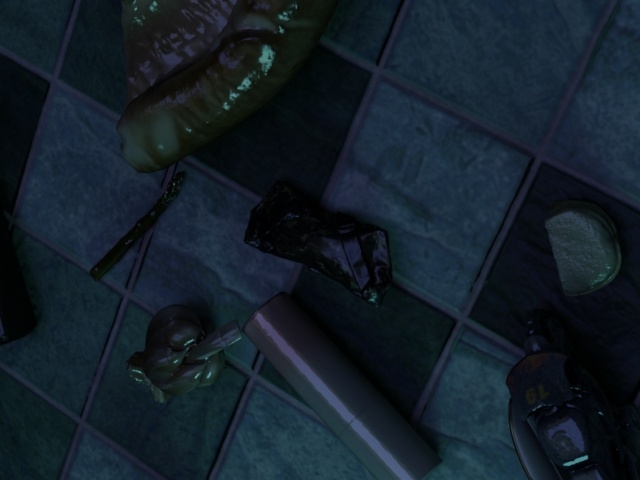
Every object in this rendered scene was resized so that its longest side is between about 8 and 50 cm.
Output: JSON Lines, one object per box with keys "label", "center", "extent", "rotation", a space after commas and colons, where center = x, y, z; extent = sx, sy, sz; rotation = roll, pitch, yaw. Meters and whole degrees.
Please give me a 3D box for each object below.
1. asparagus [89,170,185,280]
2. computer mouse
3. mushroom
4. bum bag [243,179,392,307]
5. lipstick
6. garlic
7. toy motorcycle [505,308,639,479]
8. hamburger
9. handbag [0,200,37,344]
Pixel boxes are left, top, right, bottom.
{"label": "asparagus", "center": [-0.280, -0.019, 1.808], "extent": [0.248, 0.025, 0.024], "rotation": [-45, 36, 27]}
{"label": "computer mouse", "center": [0.289, 0.294, 1.528], "extent": [0.045, 0.102, 0.199], "rotation": [-29, 87, 13]}
{"label": "mushroom", "center": [-0.129, -0.269, 1.598], "extent": [0.313, 0.224, 0.397], "rotation": [15, 114, 10]}
{"label": "bum bag", "center": [0.001, -0.001, 1.638], "extent": [0.248, 0.069, 0.102], "rotation": [26, 87, 24]}
{"label": "lipstick", "center": [0.028, 0.217, 1.654], "extent": [0.327, 0.087, 0.087], "rotation": [46, 117, 13]}
{"label": "garlic", "center": [-0.186, 0.149, 1.727], "extent": [0.131, 0.127, 0.194], "rotation": [49, 129, -8]}
{"label": "toy motorcycle", "center": [0.316, 0.232, 1.458], "extent": [0.108, 0.173, 0.307], "rotation": [-28, 85, 28]}
{"label": "hamburger", "center": [0.334, 0.008, 1.475], "extent": [0.084, 0.054, 0.121], "rotation": [-9, 98, 25]}
{"label": "handbag", "center": [-0.607, 0.047, 1.950], "extent": [0.257, 0.113, 0.285], "rotation": [-14, 93, 36]}
